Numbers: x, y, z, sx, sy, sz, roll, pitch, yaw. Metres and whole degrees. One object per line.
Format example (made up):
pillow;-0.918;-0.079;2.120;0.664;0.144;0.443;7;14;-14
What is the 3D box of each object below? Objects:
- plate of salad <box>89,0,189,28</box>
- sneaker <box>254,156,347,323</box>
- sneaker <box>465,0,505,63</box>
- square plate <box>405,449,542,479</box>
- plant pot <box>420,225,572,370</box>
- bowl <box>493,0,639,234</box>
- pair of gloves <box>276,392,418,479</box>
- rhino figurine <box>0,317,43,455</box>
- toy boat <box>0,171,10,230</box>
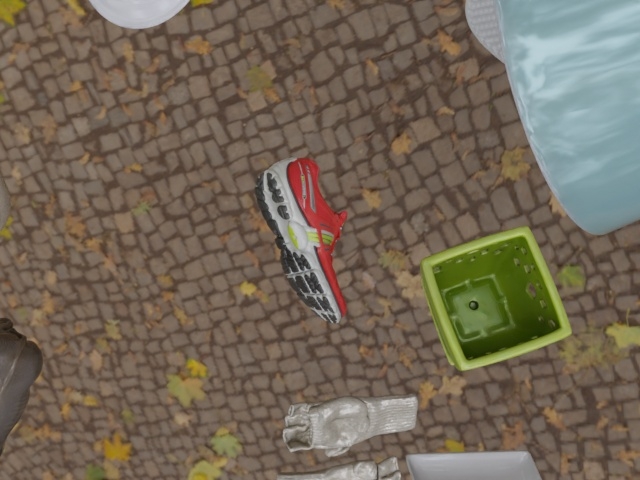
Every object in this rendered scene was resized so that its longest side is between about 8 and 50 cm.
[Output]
plate of salad;-0.208;-0.352;0.837;0.199;0.048;0.200;2;95;23
sneaker;0.000;0.000;1.111;0.107;0.118;0.279;9;123;57
sneaker;0.380;-0.261;0.995;0.366;0.150;0.135;51;158;11
square plate;0.406;0.667;1.715;0.344;0.347;0.049;2;125;-10
plant pot;0.326;0.125;1.398;0.227;0.207;0.228;-18;78;-3
bowl;0.256;-0.166;0.499;0.163;0.311;0.312;-8;110;38
pair of gloves;0.039;0.326;1.065;0.204;0.042;0.240;1;121;-13
rhino figurine;-0.372;0.206;0.757;0.073;0.243;0.106;28;165;-28
toy boat;-0.421;-0.079;0.675;0.151;0.151;0.231;-13;105;30
